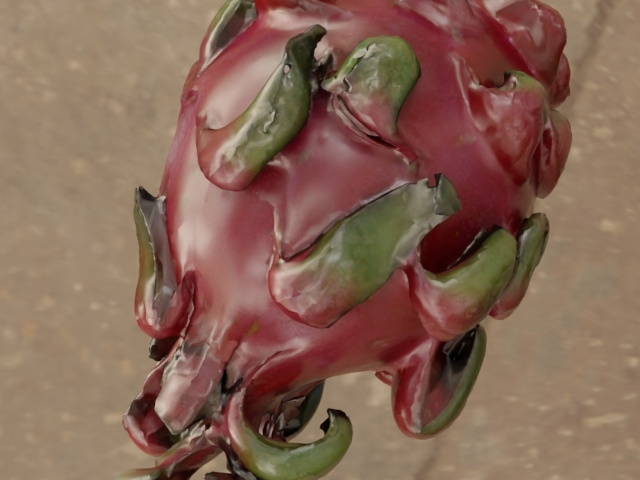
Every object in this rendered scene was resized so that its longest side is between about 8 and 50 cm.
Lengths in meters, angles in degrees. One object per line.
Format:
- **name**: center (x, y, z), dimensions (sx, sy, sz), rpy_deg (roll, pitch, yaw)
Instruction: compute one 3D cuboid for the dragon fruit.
- **dragon fruit**: center (0.008, -0.003, 0.885), dimensions (0.218, 0.198, 0.273), rpy_deg (39, 117, 41)
